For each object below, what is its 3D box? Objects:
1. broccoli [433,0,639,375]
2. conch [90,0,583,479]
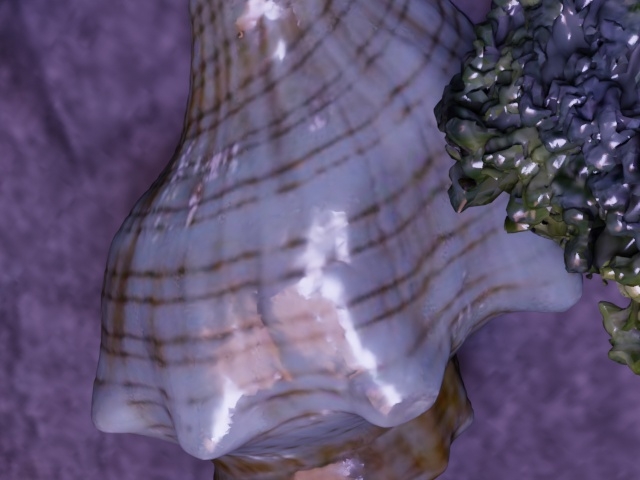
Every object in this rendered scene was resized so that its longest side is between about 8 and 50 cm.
[{"bbox_3d":[0.158,0.005,0.741,0.145,0.165,0.304,38,166,52],"label":"broccoli"},{"bbox_3d":[0.002,0.010,0.785,0.203,0.169,0.386,-6,131,-3],"label":"conch"}]
